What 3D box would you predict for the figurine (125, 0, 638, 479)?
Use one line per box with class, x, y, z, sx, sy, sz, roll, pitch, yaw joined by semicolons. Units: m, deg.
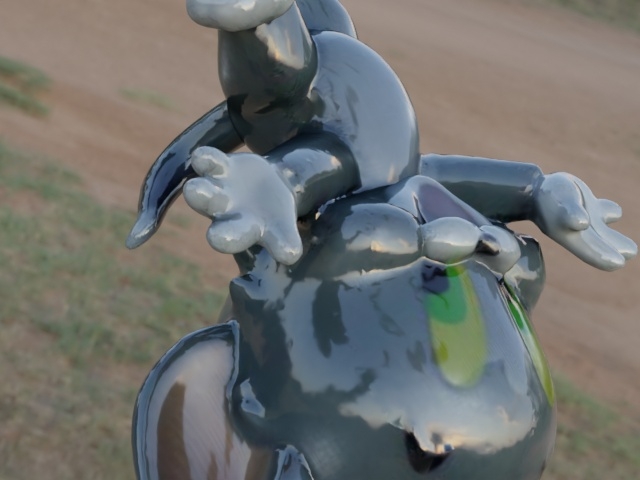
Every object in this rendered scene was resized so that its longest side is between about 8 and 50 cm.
figurine;-0.004;-0.001;0.547;0.193;0.140;0.265;7;43;-50
